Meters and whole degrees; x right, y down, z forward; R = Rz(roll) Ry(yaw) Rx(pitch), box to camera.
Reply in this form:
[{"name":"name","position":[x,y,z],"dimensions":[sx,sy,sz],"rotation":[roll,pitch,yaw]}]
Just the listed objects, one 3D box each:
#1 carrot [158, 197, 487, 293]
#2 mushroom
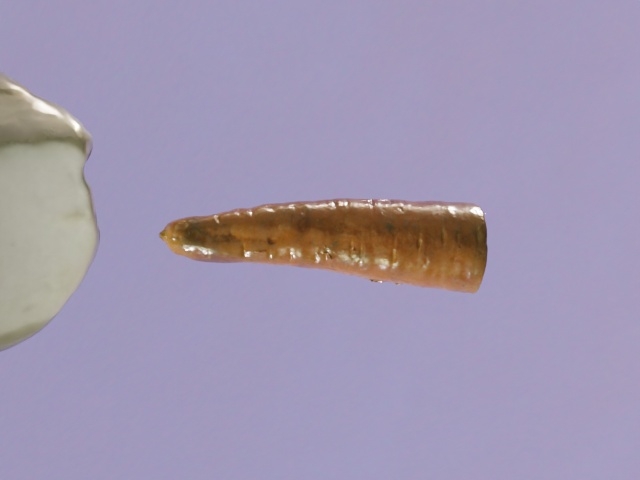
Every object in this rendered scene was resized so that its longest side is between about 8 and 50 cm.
[{"name":"carrot","position":[0.000,0.000,0.906],"dimensions":[0.210,0.061,0.061],"rotation":[3,-108,-8]},{"name":"mushroom","position":[-0.168,-0.025,0.523],"dimensions":[0.118,0.270,0.103],"rotation":[-6,-76,-24]}]
